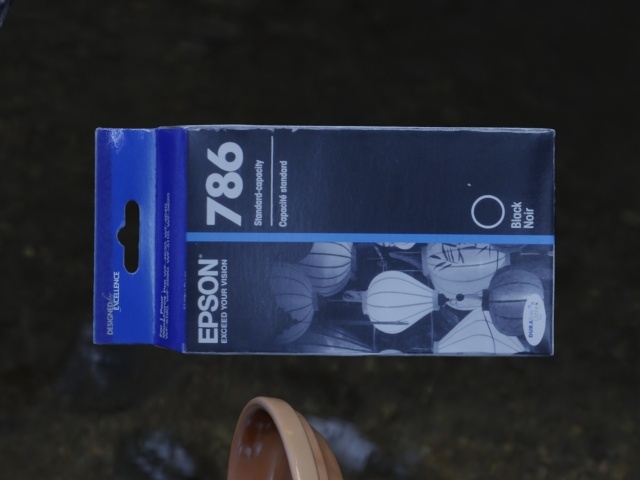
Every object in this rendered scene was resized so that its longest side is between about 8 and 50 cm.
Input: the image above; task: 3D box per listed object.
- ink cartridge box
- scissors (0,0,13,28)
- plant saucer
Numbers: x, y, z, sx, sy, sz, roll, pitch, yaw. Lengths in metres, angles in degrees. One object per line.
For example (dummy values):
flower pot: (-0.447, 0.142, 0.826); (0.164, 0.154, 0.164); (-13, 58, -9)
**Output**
ink cartridge box: (0.000, 0.000, 1.309); (0.332, 0.165, 0.065); (-1, 2, 0)
scissors: (-0.164, -0.137, 0.939); (0.021, 0.297, 0.109); (1, 49, -44)
plant saucer: (-0.017, 0.188, 1.044); (0.037, 0.200, 0.200); (0, 44, -16)
